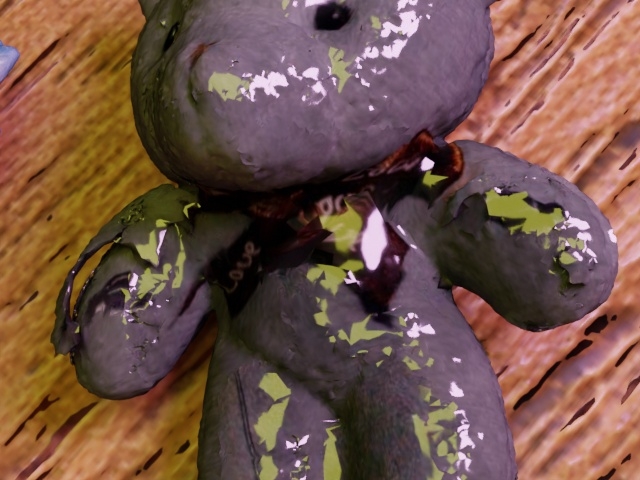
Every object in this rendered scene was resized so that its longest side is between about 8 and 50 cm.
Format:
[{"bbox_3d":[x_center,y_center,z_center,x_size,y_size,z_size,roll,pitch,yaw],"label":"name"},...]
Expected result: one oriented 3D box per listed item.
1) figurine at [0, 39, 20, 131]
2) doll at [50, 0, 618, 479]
[{"bbox_3d":[-0.209,-0.065,0.612,0.114,0.079,0.114,-28,47,36],"label":"figurine"},{"bbox_3d":[-0.003,-0.004,0.499,0.246,0.158,0.340,-6,70,20],"label":"doll"}]
